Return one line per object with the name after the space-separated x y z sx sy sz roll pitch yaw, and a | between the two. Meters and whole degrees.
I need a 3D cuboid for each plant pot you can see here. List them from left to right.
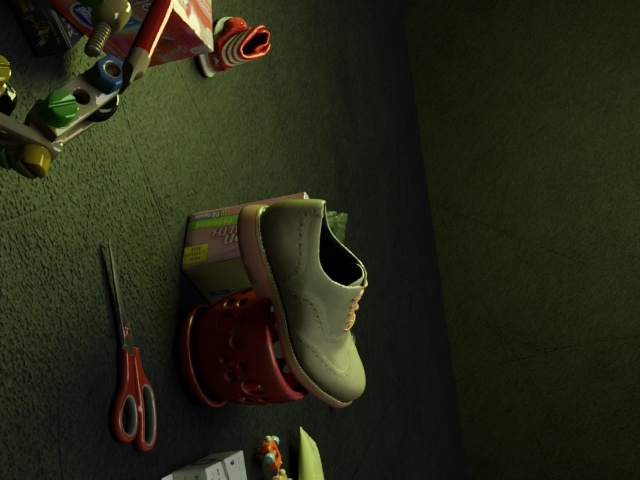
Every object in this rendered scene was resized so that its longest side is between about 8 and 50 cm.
-0.122 0.171 1.641 0.191 0.174 0.191 -10 90 -72 | plant pot

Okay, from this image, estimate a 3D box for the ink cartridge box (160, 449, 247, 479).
-0.170 0.389 1.558 0.180 0.060 0.104 -1 81 -72 | ink cartridge box

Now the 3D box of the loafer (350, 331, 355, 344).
0.033 0.282 2.275 0.061 0.062 0.170 15 67 -28 | loafer

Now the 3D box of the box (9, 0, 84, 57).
-0.372 -0.388 1.374 0.183 0.056 0.231 -75 150 -55 | box

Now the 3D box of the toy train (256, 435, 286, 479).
-0.096 0.430 1.798 0.166 0.046 0.125 -78 151 -56 | toy train

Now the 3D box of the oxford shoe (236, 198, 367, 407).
0.009 0.106 1.563 0.140 0.147 0.397 -80 152 -49 | oxford shoe

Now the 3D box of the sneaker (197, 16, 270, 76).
-0.142 -0.376 1.954 0.221 0.128 0.087 -71 147 -54 | sneaker

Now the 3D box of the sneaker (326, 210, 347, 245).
0.000 0.000 2.237 0.286 0.109 0.130 2 84 -70 | sneaker

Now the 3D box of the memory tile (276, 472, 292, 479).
-0.055 0.506 1.928 0.148 0.012 0.113 57 29 -49 | memory tile

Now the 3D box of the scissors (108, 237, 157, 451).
-0.271 0.150 1.457 0.109 0.021 0.297 27 54 -65 | scissors

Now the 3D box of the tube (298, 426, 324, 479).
-0.015 0.484 1.959 0.070 0.062 0.240 127 -35 -50 | tube

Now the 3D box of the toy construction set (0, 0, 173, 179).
-0.316 -0.147 1.061 0.257 0.309 0.237 54 35 -39 | toy construction set

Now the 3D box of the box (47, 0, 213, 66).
-0.268 -0.366 1.354 0.300 0.142 0.154 41 42 -64 | box

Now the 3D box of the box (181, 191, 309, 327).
-0.085 0.050 1.759 0.243 0.214 0.117 57 29 -49 | box
